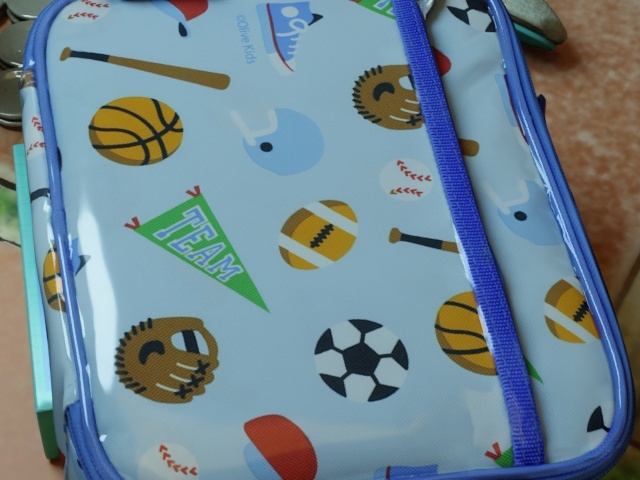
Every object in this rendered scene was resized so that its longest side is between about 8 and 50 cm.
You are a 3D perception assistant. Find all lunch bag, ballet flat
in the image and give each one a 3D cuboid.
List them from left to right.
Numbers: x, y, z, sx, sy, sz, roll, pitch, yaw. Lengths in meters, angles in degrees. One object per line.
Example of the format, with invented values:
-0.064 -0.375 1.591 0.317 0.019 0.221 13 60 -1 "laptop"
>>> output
0.000 0.000 0.701 0.243 0.115 0.303 -6 55 -8 "lunch bag"
0.064 -0.155 0.910 0.168 0.057 0.052 21 90 15 "ballet flat"

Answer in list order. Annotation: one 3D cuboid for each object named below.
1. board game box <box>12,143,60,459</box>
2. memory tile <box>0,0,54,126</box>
-0.037 0.013 0.789 0.210 0.047 0.160 -9 54 -7 "board game box"
-0.216 -0.106 0.901 0.148 0.012 0.113 2 52 0 "memory tile"
